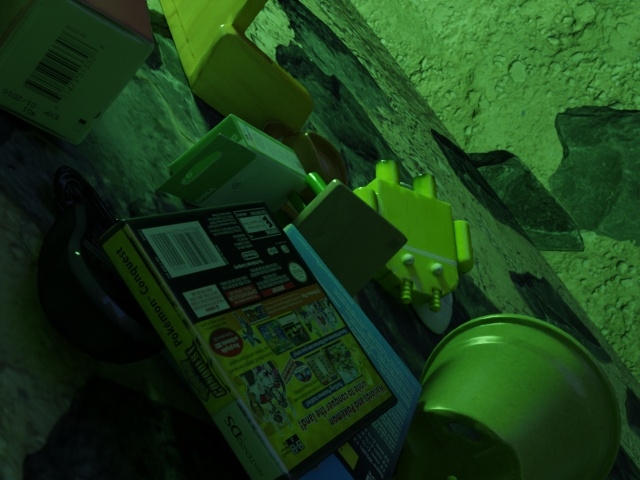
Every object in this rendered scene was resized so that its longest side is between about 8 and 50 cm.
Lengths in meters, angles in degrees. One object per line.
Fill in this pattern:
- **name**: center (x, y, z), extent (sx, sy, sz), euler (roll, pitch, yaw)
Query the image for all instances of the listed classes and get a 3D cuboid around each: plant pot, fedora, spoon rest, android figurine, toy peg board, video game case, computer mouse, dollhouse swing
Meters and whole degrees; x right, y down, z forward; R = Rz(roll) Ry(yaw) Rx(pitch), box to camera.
- **plant pot**: center (0.201, 0.252, 1.301), extent (0.276, 0.276, 0.254), euler (56, 28, 8)
- **fedora**: center (-0.014, -0.105, 1.622), extent (0.194, 0.079, 0.194), euler (41, 35, -39)
- **spoon rest**: center (0.163, 0.039, 1.891), extent (0.137, 0.084, 0.276), euler (17, 53, -60)
- **android figurine**: center (0.156, -0.005, 1.804), extent (0.248, 0.056, 0.273), euler (19, 52, -29)
- **toy peg board**: center (0.000, 0.000, 1.395), extent (0.160, 0.161, 0.079), euler (36, 12, -43)
- **video game case**: center (-0.051, 0.080, 0.956), extent (0.248, 0.035, 0.275), euler (56, 21, 8)
- **computer mouse**: center (-0.195, 0.042, 0.963), extent (0.188, 0.072, 0.272), euler (45, 7, -18)
- **dollhouse swing**: center (-0.080, -0.396, 1.692), extent (0.315, 0.305, 0.347), euler (35, 24, -45)

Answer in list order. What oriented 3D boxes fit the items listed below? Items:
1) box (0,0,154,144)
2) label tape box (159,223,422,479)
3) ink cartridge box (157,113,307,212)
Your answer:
- **box**: center (-0.275, -0.241, 1.127), extent (0.127, 0.148, 0.232), euler (27, 29, -33)
- **label tape box**: center (-0.034, 0.154, 1.078), extent (0.249, 0.115, 0.348), euler (52, 23, -6)
- **ink cartridge box**: center (-0.114, -0.090, 1.340), extent (0.209, 0.109, 0.062), euler (24, 33, -57)
